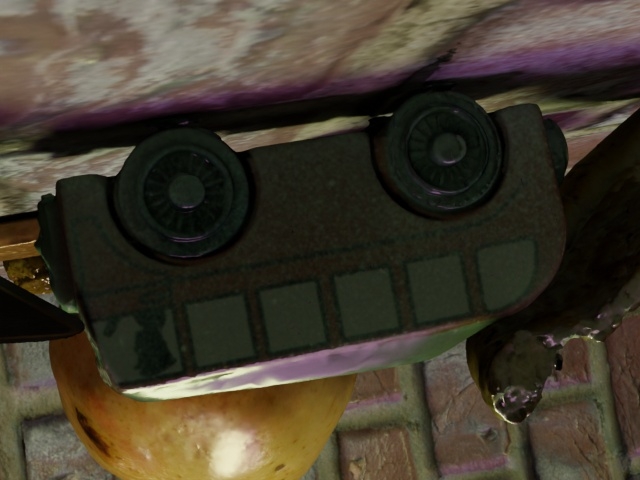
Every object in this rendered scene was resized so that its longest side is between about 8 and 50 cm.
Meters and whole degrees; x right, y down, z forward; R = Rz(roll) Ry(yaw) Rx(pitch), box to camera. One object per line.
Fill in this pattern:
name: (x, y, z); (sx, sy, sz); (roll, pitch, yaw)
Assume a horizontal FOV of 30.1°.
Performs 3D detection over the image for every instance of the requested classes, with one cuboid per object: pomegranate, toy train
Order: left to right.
pomegranate: (-0.128, 0.106, 1.277); (0.343, 0.342, 0.342); (-10, 178, 0)
toy train: (0.000, 0.000, 0.707); (0.326, 0.159, 0.129); (-10, 180, -14)

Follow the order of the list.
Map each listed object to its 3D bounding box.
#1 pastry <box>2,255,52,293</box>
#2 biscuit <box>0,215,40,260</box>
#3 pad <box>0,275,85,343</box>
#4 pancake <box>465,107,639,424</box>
pastry: (-0.298, 0.025, 1.333); (0.109, 0.057, 0.097); (-11, 173, -26)
biscuit: (-0.246, -0.006, 1.065); (0.221, 0.028, 0.142); (-10, 176, -2)
pad: (-0.341, -0.005, 0.600); (0.375, 0.063, 0.315); (0, -171, -37)
pancake: (0.183, -0.002, 0.799); (0.197, 0.054, 0.376); (-32, -167, 36)
